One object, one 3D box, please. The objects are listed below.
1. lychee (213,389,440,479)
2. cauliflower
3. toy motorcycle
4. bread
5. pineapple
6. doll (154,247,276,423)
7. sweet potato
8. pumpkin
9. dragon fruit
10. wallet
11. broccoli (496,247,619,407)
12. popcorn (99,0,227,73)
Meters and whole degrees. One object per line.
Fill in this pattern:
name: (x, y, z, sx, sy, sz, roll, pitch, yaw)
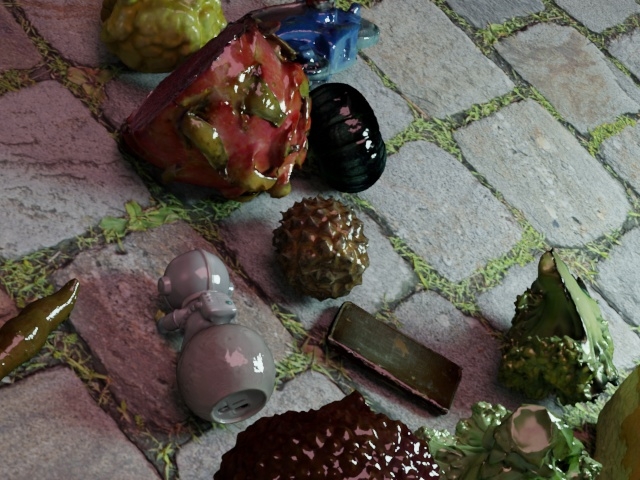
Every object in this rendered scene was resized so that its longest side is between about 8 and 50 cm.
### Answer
lychee: (0.009, 0.349, 1.568, 0.306, 0.306, 0.330, 15, 67, -16)
cauliflower: (0.276, 0.333, 1.764, 0.272, 0.250, 0.275, 44, 49, 18)
toy motorcycle: (-0.040, -0.368, 2.345, 0.319, 0.241, 0.182, -39, 116, -52)
bread: (0.525, 0.365, 1.881, 0.165, 0.237, 0.375, 26, 42, -8)
pineapple: (0.000, 0.000, 2.002, 0.166, 0.166, 0.193, 16, 35, -15)
doll: (-0.161, 0.127, 1.797, 0.150, 0.151, 0.287, 1, 47, -29)
sweet potato: (-0.422, 0.142, 1.694, 0.067, 0.067, 0.274, 36, 48, 7)
pumpkin: (0.035, -0.180, 2.165, 0.140, 0.202, 0.202, -22, 58, -6)
dragon fruit: (-0.136, -0.182, 2.025, 0.263, 0.314, 0.296, 47, 62, -17)
wallet: (0.117, 0.189, 1.973, 0.232, 0.031, 0.122, 32, 38, -2)
broccoli: (0.363, 0.151, 2.023, 0.273, 0.180, 0.242, 52, 27, -29)
popcorn: (-0.280, -0.415, 2.180, 0.249, 0.225, 0.249, 8, 45, -8)
